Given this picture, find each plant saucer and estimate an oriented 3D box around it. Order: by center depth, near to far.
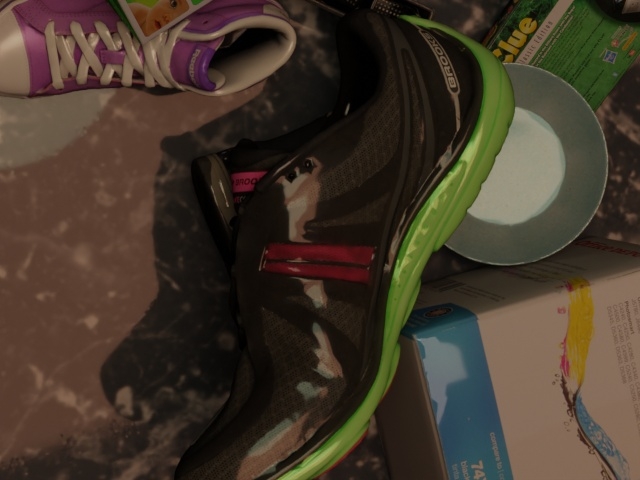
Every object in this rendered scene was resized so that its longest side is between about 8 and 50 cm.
[{"bbox_3d":[0.178,-0.073,1.440,0.195,0.037,0.195,0,89,4],"label":"plant saucer"}]

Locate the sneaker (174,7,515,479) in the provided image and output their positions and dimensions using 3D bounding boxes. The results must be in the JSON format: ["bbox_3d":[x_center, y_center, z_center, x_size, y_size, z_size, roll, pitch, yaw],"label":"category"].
[{"bbox_3d":[-0.014,0.016,1.268,0.202,0.185,0.483,30,72,-15],"label":"sneaker"}]

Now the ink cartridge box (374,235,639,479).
[{"bbox_3d":[0.200,0.128,1.402,0.270,0.198,0.197,-16,99,-13],"label":"ink cartridge box"}]

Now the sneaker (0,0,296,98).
[{"bbox_3d":[-0.159,-0.169,1.281,0.282,0.161,0.102,-14,118,-13],"label":"sneaker"}]

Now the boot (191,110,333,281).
[{"bbox_3d":[0.000,-0.001,1.392,0.178,0.085,0.236,-26,103,-15],"label":"boot"}]

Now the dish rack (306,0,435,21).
[{"bbox_3d":[0.041,-0.338,1.374,0.208,0.074,0.271,23,88,-18],"label":"dish rack"}]

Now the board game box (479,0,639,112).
[{"bbox_3d":[0.268,-0.240,1.410,0.136,0.030,0.260,25,118,-19],"label":"board game box"}]

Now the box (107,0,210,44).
[{"bbox_3d":[-0.115,-0.329,1.171,0.231,0.127,0.262,-33,144,-7],"label":"box"}]
